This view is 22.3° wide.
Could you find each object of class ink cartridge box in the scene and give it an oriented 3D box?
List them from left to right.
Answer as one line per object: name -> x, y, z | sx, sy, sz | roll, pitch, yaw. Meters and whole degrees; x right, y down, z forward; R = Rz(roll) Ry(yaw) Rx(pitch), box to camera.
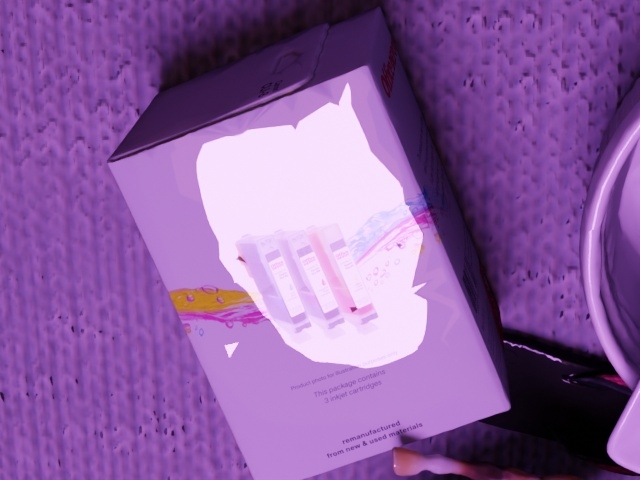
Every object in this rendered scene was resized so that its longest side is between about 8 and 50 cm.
ink cartridge box -> 0.000, 0.000, 0.767 | 0.127, 0.128, 0.176 | -19, 106, 11

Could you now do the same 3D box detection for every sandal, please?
sandal -> 0.152, 0.092, 0.835 | 0.179, 0.040, 0.067 | 12, 110, 0

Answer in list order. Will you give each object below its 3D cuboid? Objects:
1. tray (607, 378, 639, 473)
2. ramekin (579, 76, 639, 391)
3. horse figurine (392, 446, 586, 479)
tray -> 0.239, 0.001, 0.687 | 0.145, 0.030, 0.270 | 21, 110, -4
ramekin -> 0.222, -0.012, 0.757 | 0.207, 0.109, 0.207 | 1, 110, 4
horse figurine -> 0.079, 0.163, 0.813 | 0.174, 0.066, 0.263 | 10, 150, -18
